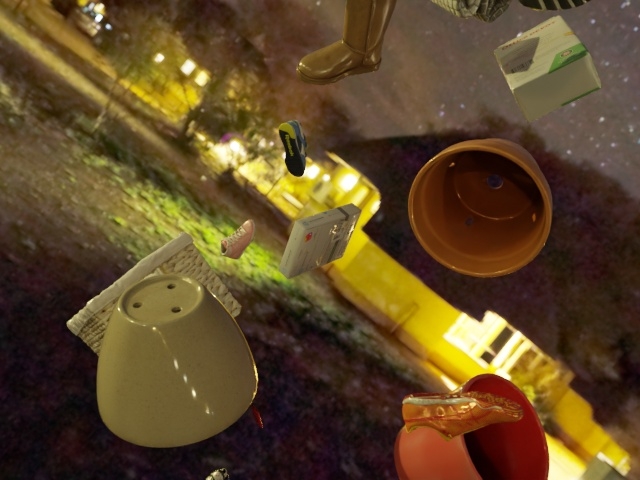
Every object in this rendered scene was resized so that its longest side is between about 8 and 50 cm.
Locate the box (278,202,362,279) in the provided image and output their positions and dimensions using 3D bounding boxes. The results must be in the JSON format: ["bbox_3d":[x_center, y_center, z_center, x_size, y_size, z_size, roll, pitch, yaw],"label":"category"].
[{"bbox_3d":[0.000,0.000,1.548,0.038,0.145,0.186,40,39,26],"label":"box"}]

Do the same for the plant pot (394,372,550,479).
[{"bbox_3d":[0.308,0.449,1.478,0.275,0.243,0.274,20,52,-29],"label":"plant pot"}]

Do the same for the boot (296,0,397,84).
[{"bbox_3d":[0.063,-0.501,1.583,0.089,0.236,0.269,57,-26,28],"label":"boot"}]

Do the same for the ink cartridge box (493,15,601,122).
[{"bbox_3d":[0.456,-0.353,1.406,0.093,0.154,0.212,52,22,-31],"label":"ink cartridge box"}]

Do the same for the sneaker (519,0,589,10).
[{"bbox_3d":[0.362,-0.381,0.964,0.081,0.209,0.094,63,-2,-19],"label":"sneaker"}]

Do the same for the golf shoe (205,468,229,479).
[{"bbox_3d":[-0.269,0.660,1.861,0.068,0.086,0.186,30,-18,11],"label":"golf shoe"}]

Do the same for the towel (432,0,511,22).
[{"bbox_3d":[0.280,-0.552,1.222,0.121,0.283,0.235,5,30,-19],"label":"towel"}]

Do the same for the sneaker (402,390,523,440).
[{"bbox_3d":[0.205,0.254,0.997,0.175,0.067,0.064,-7,-4,28],"label":"sneaker"}]

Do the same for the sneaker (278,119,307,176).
[{"bbox_3d":[-0.056,-0.220,1.647,0.053,0.059,0.144,8,-56,25],"label":"sneaker"}]

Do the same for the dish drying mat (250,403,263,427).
[{"bbox_3d":[-0.165,0.458,1.803,0.032,0.008,0.083,40,-29,35],"label":"dish drying mat"}]

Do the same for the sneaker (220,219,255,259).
[{"bbox_3d":[-0.240,-0.004,1.979,0.070,0.134,0.051,10,30,-44],"label":"sneaker"}]

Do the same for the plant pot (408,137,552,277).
[{"bbox_3d":[0.356,-0.096,1.479,0.291,0.291,0.203,39,37,3],"label":"plant pot"}]

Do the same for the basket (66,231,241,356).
[{"bbox_3d":[-0.444,0.200,1.847,0.266,0.328,0.331,53,-32,-6],"label":"basket"}]

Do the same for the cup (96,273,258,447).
[{"bbox_3d":[-0.302,0.208,1.391,0.331,0.331,0.236,43,-36,50],"label":"cup"}]
